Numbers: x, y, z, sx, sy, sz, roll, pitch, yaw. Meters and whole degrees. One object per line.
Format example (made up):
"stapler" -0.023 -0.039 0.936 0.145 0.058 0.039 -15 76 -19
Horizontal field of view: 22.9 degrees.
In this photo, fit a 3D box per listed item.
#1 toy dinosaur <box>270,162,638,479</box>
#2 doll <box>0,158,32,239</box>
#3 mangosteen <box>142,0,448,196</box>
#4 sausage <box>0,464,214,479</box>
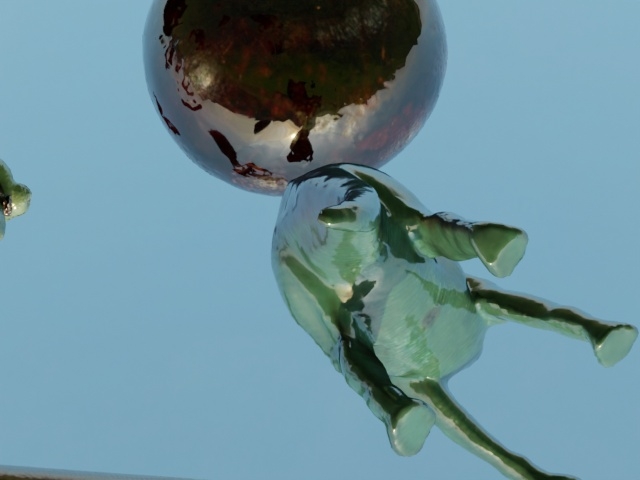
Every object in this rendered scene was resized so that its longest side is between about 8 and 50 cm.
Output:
"toy dinosaur" 0.000 0.000 0.890 0.129 0.383 0.331 -51 -131 -3
"doll" -0.303 -0.022 1.438 0.078 0.115 0.150 8 -149 -16
"mangosteen" -0.026 -0.128 1.223 0.236 0.261 0.235 2 -122 -3
"sausage" -0.180 0.215 1.239 0.372 0.082 0.082 11 -135 -35
